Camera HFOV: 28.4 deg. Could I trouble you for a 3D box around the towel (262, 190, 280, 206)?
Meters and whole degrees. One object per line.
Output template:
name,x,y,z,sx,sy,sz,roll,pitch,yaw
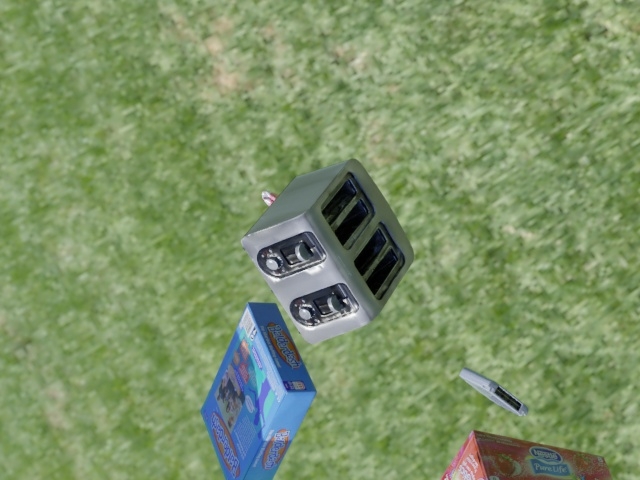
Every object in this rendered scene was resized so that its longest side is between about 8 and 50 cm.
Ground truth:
towel,0.000,0.000,1.923,0.197,0.029,0.144,44,-172,22

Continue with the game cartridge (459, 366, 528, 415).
game cartridge,0.199,0.174,1.462,0.083,0.017,0.056,38,167,-38

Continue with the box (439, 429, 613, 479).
box,0.336,0.407,2.023,0.123,0.256,0.128,-103,33,-50

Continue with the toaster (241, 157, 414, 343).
toaster,0.015,0.008,1.556,0.110,0.186,0.168,-18,112,37

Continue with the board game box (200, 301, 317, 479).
board game box,-0.085,0.210,1.643,0.210,0.047,0.160,-64,37,35
